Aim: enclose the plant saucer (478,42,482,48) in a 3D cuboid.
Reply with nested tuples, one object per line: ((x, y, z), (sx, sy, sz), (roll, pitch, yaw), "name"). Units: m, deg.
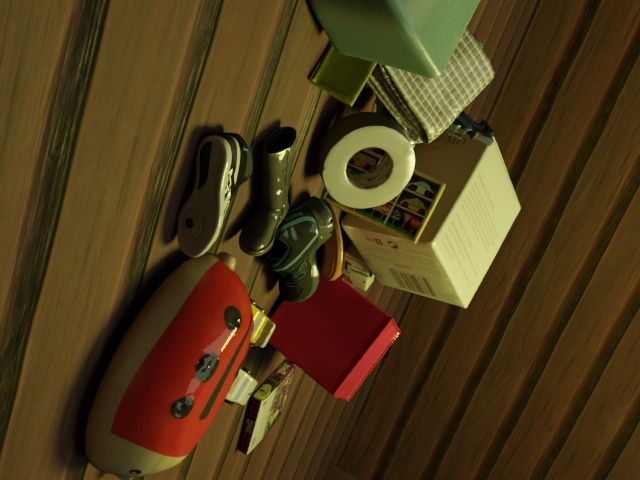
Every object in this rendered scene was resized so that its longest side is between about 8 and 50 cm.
((0.480, -0.547, 2.670), (0.317, 0.044, 0.317), (-55, 162, -27), "plant saucer")

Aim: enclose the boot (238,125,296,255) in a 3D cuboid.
((-0.100, -0.096, 1.503), (0.208, 0.076, 0.189), (108, 2, -49), "boot")

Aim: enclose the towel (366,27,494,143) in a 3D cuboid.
((0.231, -0.388, 1.676), (0.235, 0.121, 0.283), (-46, 122, -5), "towel")

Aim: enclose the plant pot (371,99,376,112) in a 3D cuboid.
((0.198, -0.329, 2.031), (0.109, 0.096, 0.109), (-49, 158, -43), "plant pot")

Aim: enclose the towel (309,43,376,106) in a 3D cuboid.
((0.078, -0.395, 1.543), (0.237, 0.102, 0.021), (-60, -179, -10), "towel")

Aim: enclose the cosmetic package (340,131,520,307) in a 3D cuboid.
((0.334, -0.076, 2.260), (0.393, 0.329, 0.327), (-58, 137, -22), "cosmetic package")

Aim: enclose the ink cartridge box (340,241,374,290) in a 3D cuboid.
((0.122, 0.083, 2.427), (0.056, 0.099, 0.135), (-50, 158, -35), "ink cartridge box")

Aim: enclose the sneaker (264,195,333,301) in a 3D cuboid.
((-0.075, 0.034, 1.771), (0.140, 0.125, 0.340), (-21, 146, -26), "sneaker")

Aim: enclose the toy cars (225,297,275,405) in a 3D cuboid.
((-0.176, 0.285, 1.831), (0.176, 0.087, 0.393), (-43, 154, -50), "toy cars")

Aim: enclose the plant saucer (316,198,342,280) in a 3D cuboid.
((0.000, 0.000, 1.833), (0.037, 0.200, 0.200), (-9, 137, -19), "plant saucer")

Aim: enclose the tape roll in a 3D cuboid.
((0.104, -0.183, 1.755), (0.072, 0.219, 0.219), (-110, -151, -51), "tape roll")

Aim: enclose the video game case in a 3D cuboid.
((-0.160, 0.500, 2.293), (0.210, 0.042, 0.232), (-41, 153, -53), "video game case")

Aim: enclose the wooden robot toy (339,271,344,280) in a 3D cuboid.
((0.001, 0.149, 2.258), (0.079, 0.076, 0.173), (11, 108, -37), "wooden robot toy")

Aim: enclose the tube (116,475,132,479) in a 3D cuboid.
((-0.350, 0.411, 1.566), (0.080, 0.052, 0.207), (-66, 170, 25), "tube")

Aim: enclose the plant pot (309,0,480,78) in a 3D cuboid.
((0.116, -0.471, 1.325), (0.252, 0.248, 0.247), (32, 84, -56), "plant pot")

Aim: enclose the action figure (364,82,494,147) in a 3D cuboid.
((0.273, -0.322, 1.899), (0.330, 0.341, 0.178), (-54, 175, -33), "action figure")

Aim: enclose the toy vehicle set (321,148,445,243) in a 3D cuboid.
((0.158, -0.120, 1.924), (0.166, 0.267, 0.035), (-63, 165, -4), "toy vehicle set")

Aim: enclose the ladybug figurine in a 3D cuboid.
((-0.253, 0.233, 1.378), (0.449, 0.162, 0.305), (-64, 164, 0), "ladybug figurine")

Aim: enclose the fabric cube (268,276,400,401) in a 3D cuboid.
((0.032, 0.250, 2.054), (0.254, 0.258, 0.259), (-52, 163, -7), "fabric cube")

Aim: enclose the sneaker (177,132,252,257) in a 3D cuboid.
((-0.169, -0.078, 1.306), (0.121, 0.079, 0.216), (-26, 138, -62), "sneaker")
